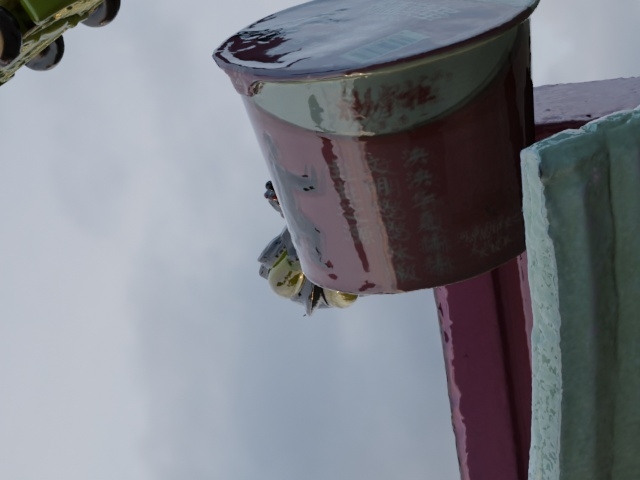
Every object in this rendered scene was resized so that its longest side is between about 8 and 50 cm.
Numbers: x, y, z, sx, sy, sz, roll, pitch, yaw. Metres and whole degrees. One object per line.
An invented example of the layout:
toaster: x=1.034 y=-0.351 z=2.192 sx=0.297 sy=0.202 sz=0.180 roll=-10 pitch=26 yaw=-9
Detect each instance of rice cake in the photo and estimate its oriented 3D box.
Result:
rice cake: x=0.173 y=0.038 z=0.986 sx=0.127 sy=0.043 sz=0.237 roll=-17 pitch=-63 yaw=-21

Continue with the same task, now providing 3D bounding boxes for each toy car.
toy car: x=-0.309 y=-0.225 z=1.642 sx=0.142 sy=0.248 sz=0.200 roll=58 pitch=-152 yaw=-2

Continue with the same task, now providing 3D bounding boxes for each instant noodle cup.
instant noodle cup: x=0.055 y=-0.078 z=1.252 sx=0.235 sy=0.234 sz=0.179 roll=-47 pitch=-50 yaw=-56

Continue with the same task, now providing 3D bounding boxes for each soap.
soap: x=0.216 y=0.056 z=1.453 sx=0.128 sy=0.232 sz=0.360 roll=-68 pitch=-29 yaw=-70

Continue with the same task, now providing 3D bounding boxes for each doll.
doll: x=-0.003 y=0.002 z=1.858 sx=0.088 sy=0.127 sz=0.249 roll=-42 pitch=-21 yaw=-35
